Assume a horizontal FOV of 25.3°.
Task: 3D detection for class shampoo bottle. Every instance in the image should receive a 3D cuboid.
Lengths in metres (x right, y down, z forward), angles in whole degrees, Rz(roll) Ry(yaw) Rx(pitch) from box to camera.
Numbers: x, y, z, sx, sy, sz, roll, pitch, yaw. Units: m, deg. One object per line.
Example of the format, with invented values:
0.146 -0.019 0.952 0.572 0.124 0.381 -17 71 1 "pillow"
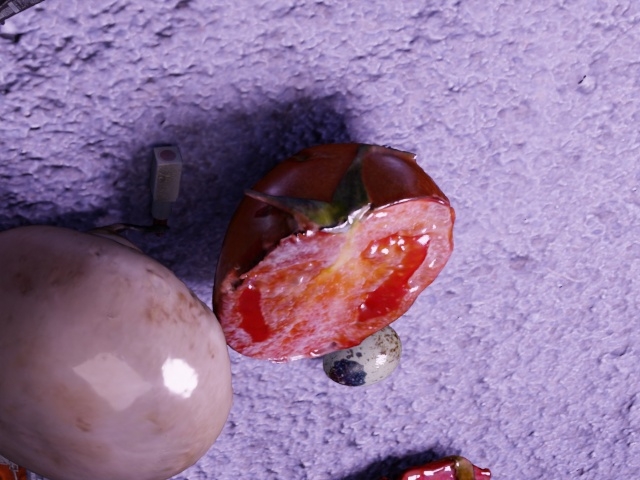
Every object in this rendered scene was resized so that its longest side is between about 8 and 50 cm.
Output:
-0.282 -0.253 1.408 0.137 0.027 0.048 -30 148 7 "shampoo bottle"

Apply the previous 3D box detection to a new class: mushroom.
-0.260 0.109 1.606 0.362 0.294 0.362 15 145 11 "mushroom"

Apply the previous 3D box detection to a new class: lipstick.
-0.181 -0.051 1.639 0.030 0.030 0.129 -5 137 -18 "lipstick"

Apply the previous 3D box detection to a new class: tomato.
-0.002 -0.006 1.654 0.309 0.170 0.309 -15 147 -10 "tomato"

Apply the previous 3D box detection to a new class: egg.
0.054 0.151 1.883 0.110 0.085 0.085 -23 136 6 "egg"

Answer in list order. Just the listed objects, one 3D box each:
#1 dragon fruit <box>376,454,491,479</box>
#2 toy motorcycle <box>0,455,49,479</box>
0.111 0.451 2.087 0.330 0.240 0.302 2 112 -33 "dragon fruit"
-0.329 0.337 1.874 0.221 0.147 0.325 10 137 0 "toy motorcycle"
